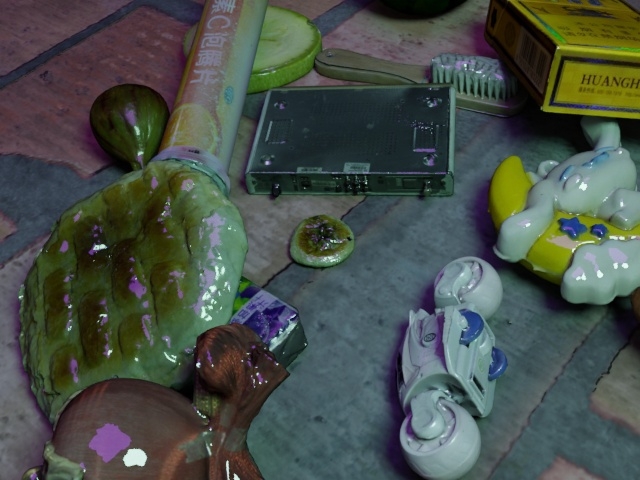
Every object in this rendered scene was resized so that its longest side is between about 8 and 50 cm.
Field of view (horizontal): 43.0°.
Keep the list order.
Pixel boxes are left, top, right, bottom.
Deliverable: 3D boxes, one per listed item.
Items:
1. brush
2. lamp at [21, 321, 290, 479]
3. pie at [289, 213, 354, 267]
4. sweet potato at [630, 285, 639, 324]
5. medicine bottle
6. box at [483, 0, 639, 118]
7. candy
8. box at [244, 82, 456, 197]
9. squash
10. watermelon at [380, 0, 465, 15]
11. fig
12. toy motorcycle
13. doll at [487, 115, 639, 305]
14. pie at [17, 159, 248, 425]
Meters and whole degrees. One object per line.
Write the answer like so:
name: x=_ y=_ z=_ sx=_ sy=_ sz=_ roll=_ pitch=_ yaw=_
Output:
brush: x=0.138 y=-0.247 z=1.169 sx=0.327 sy=0.065 sz=0.070 roll=16 pitch=53 yaw=23
lamp: x=-0.150 y=0.180 z=0.720 sx=0.223 sy=0.215 sz=0.151 roll=-3 pitch=9 yaw=-21
pie: x=0.002 y=-0.001 z=0.977 sx=0.084 sy=0.021 sz=0.084 roll=-4 pitch=47 yaw=4
sweet potato: x=0.415 y=0.157 z=0.714 sx=0.106 sy=0.095 sz=0.355 roll=-35 pitch=54 yaw=9
medicine bottle: x=-0.144 y=-0.237 z=1.126 sx=0.108 sy=0.108 sz=0.426 roll=1 pitch=54 yaw=9
box: x=0.342 y=-0.249 z=1.050 sx=0.192 sy=0.084 sz=0.301 roll=4 pitch=30 yaw=-6
candy: x=-0.153 y=0.054 z=0.919 sx=0.312 sy=0.061 sz=0.088 roll=29 pitch=59 yaw=31
box: x=0.045 y=-0.136 z=1.081 sx=0.270 sy=0.045 sz=0.211 roll=2 pitch=48 yaw=11
squash: x=-0.107 y=-0.308 z=1.275 sx=0.219 sy=0.041 sz=0.219 roll=-4 pitch=46 yaw=4
watermelon: x=0.166 y=-0.474 z=1.257 sx=0.242 sy=0.242 sz=0.242 roll=-4 pitch=46 yaw=4
fig: x=-0.255 y=-0.143 z=1.102 sx=0.109 sy=0.103 sz=0.155 roll=-32 pitch=51 yaw=28
toy motorcycle: x=0.121 y=0.120 z=0.804 sx=0.112 sy=0.113 sz=0.254 roll=8 pitch=47 yaw=15
doll: x=0.301 y=-0.039 z=0.908 sx=0.252 sy=0.111 sz=0.237 roll=-28 pitch=47 yaw=-17
pie: x=-0.210 y=0.047 z=0.863 sx=0.306 sy=0.071 sz=0.307 roll=-10 pitch=61 yaw=19
